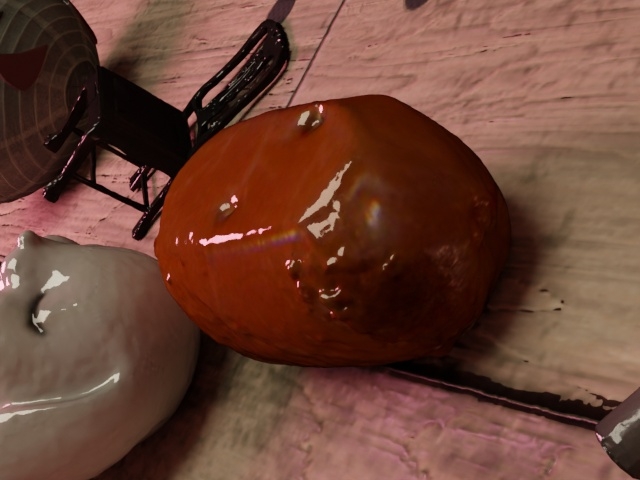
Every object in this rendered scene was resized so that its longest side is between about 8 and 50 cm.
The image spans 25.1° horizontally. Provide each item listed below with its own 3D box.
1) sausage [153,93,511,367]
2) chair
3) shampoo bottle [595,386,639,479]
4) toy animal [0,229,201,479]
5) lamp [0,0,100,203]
[{"bbox_3d":[-0.001,-0.001,0.867,0.268,0.141,0.153,-7,54,58],"label":"sausage"},{"bbox_3d":[-0.142,-0.123,1.290,0.229,0.113,0.106,-51,28,21],"label":"chair"},{"bbox_3d":[0.182,0.037,0.591,0.165,0.080,0.040,-45,-13,21],"label":"shampoo bottle"},{"bbox_3d":[-0.205,0.097,1.083,0.265,0.206,0.272,-27,18,26],"label":"toy animal"},{"bbox_3d":[-0.346,-0.166,1.562,0.233,0.233,0.265,-34,23,39],"label":"lamp"}]
